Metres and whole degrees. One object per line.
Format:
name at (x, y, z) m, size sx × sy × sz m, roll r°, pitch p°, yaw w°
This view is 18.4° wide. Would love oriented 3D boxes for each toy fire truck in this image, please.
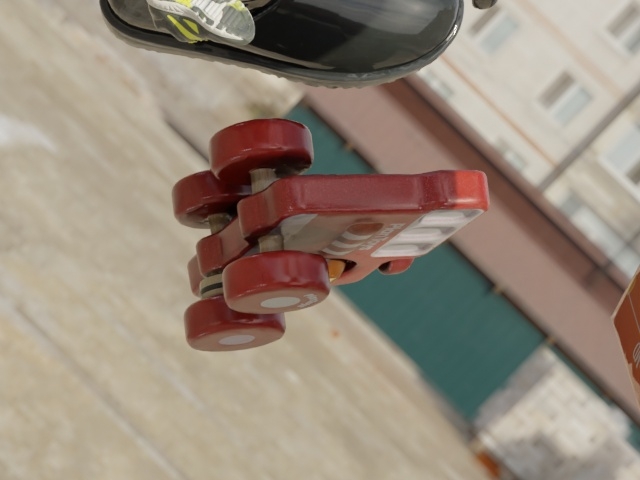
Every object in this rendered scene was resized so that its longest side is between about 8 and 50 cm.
toy fire truck at (0.000, 0.000, 1.935) m, size 0.302 × 0.254 × 0.169 m, roll 137°, pitch -51°, yaw -62°

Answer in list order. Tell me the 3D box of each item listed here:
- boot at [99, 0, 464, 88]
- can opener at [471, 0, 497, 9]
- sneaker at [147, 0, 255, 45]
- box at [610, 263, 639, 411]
boot at (-0.019, -0.266, 1.754) m, size 0.445 × 0.367 × 0.146 m, roll 117°, pitch -28°, yaw -76°
can opener at (0.117, -0.225, 1.462) m, size 0.186 × 0.073 × 0.059 m, roll 64°, pitch 17°, yaw -77°
sneaker at (-0.077, -0.143, 1.281) m, size 0.083 × 0.031 × 0.035 m, roll 27°, pitch -35°, yaw 25°
box at (0.358, -0.022, 1.344) m, size 0.168 × 0.345 × 0.215 m, roll 23°, pitch 18°, yaw -6°
